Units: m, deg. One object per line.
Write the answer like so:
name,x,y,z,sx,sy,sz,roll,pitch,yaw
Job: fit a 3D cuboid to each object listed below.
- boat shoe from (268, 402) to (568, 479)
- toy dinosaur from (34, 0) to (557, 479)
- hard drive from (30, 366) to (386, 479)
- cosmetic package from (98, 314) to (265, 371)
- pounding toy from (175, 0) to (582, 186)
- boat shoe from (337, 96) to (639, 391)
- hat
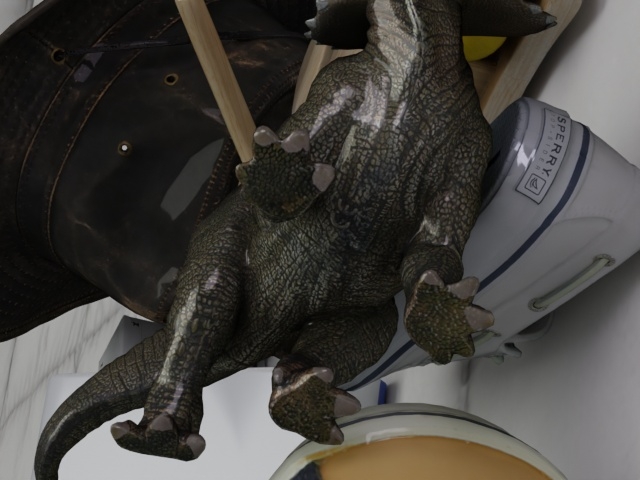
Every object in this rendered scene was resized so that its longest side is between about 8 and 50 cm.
boat shoe,-0.036,0.297,0.708,0.156,0.187,0.500,-99,31,-65
toy dinosaur,0.000,0.000,0.696,0.313,0.121,0.160,-62,1,31
hard drive,-0.080,0.225,0.964,0.210,0.040,0.318,-4,69,35
cosmetic package,-0.086,0.161,1.129,0.060,0.099,0.239,119,157,-45
pounding toy,0.003,-0.058,0.895,0.269,0.155,0.154,118,161,-48
boat shoe,0.060,0.022,0.776,0.226,0.076,0.083,-41,24,61
hat,-0.075,-0.040,1.106,0.134,0.331,0.331,40,126,25
